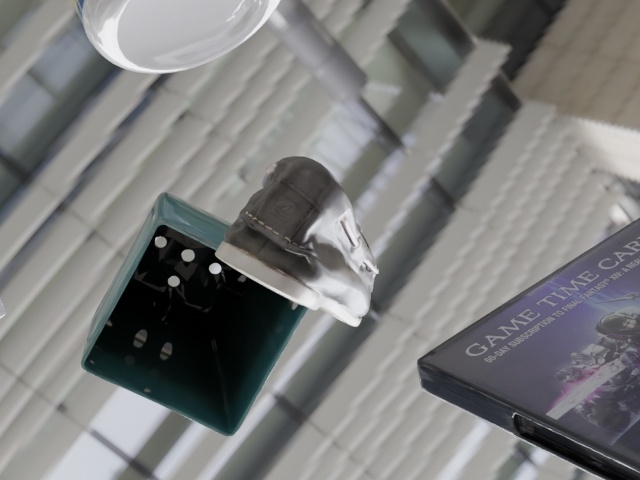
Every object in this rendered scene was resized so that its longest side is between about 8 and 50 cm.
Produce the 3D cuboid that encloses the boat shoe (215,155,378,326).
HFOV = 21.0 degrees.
[{"bbox_3d":[0.000,0.000,1.351,0.112,0.335,0.095,31,-89,8],"label":"boat shoe"}]

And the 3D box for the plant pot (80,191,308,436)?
[{"bbox_3d":[-0.128,0.049,1.723,0.165,0.165,0.234,-60,-166,13],"label":"plant pot"}]

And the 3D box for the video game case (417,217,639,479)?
[{"bbox_3d":[0.212,0.069,0.878,0.196,0.026,0.274,-29,-147,-31],"label":"video game case"}]

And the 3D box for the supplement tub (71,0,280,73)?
[{"bbox_3d":[-0.120,-0.229,1.164,0.144,0.144,0.199,-33,-116,14],"label":"supplement tub"}]

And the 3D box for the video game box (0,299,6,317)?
[{"bbox_3d":[-0.347,-0.009,1.283,0.187,0.205,0.048,-17,-171,32],"label":"video game box"}]
